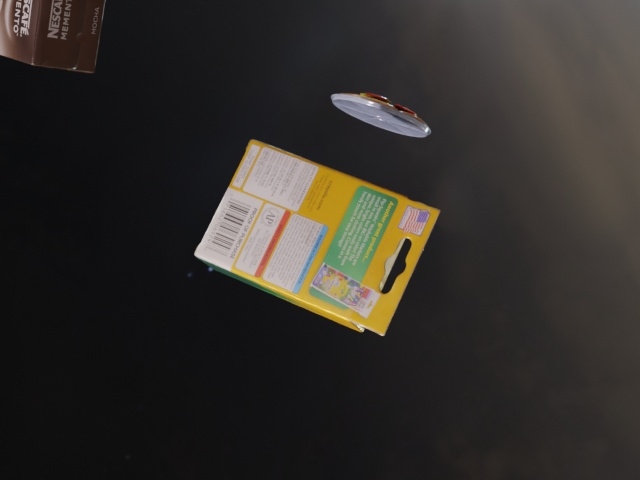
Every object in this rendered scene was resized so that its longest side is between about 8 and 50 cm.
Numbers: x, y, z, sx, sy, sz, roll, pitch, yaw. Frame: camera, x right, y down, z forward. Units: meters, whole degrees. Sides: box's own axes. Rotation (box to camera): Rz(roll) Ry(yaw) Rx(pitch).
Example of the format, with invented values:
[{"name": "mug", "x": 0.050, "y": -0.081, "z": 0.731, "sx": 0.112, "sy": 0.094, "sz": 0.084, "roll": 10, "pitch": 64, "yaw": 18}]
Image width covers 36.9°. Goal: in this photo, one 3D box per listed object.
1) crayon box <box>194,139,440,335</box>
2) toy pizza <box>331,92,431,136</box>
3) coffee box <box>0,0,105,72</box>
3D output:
[{"name": "crayon box", "x": 0.000, "y": 0.000, "z": 1.433, "sx": 0.323, "sy": 0.203, "sz": 0.083, "roll": 22, "pitch": 170, "yaw": 21}, {"name": "toy pizza", "x": 0.117, "y": -0.245, "z": 1.815, "sx": 0.201, "sy": 0.201, "sz": 0.032, "roll": 22, "pitch": -93, "yaw": -47}, {"name": "coffee box", "x": -0.479, "y": -0.378, "z": 1.514, "sx": 0.297, "sy": 0.168, "sz": 0.119, "roll": 21, "pitch": -165, "yaw": 37}]
